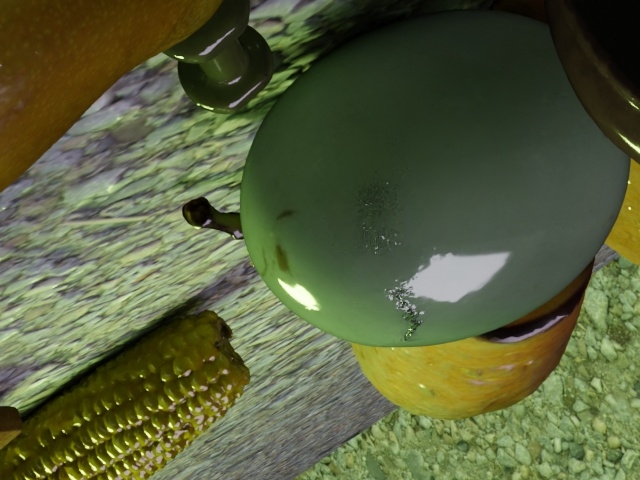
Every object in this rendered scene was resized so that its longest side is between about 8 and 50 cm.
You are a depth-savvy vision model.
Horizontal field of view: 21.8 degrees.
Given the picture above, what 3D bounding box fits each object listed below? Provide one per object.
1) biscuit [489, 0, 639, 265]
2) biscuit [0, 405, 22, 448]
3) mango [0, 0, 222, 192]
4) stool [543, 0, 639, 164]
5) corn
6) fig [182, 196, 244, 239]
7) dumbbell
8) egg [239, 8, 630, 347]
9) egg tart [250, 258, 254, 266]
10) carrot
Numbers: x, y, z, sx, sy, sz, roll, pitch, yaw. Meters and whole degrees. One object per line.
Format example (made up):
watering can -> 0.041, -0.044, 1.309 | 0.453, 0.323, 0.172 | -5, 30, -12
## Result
biscuit -> 0.200, -0.086, 1.208 | 0.047, 0.216, 0.340 | -61, 150, -23
biscuit -> -0.356, 0.193, 1.354 | 0.215, 0.034, 0.182 | -16, 161, -48
mango -> -0.124, -0.074, 0.628 | 0.227, 0.099, 0.136 | -35, 168, -29
stool -> 0.228, -0.166, 0.796 | 0.272, 0.272, 0.178 | -33, 155, 6
corn -> -0.218, 0.192, 1.525 | 0.363, 0.120, 0.120 | -39, 168, 15
fig -> 0.016, -0.015, 1.202 | 0.274, 0.146, 0.170 | -4, 169, -38
dumbbell -> -0.054, -0.100, 0.831 | 0.052, 0.046, 0.118 | -36, 169, -3
egg -> 0.075, -0.039, 1.038 | 0.282, 0.203, 0.203 | -26, 168, -39
egg tart -> 0.000, 0.000, 1.429 | 0.128, 0.049, 0.129 | -29, 170, -5
carrot -> 0.137, 0.043, 1.535 | 0.224, 0.224, 0.341 | -29, 169, -11
